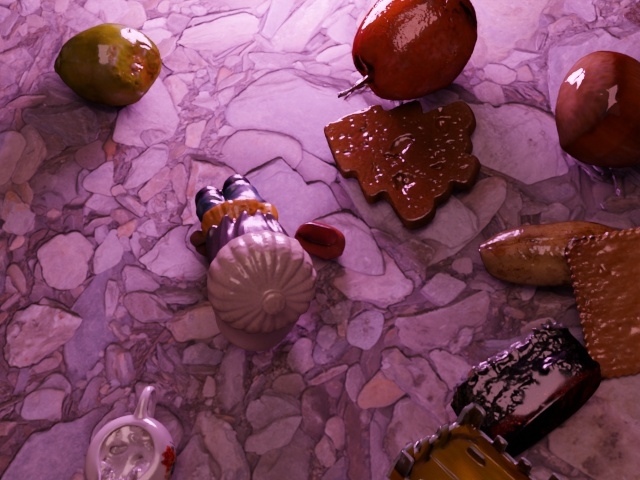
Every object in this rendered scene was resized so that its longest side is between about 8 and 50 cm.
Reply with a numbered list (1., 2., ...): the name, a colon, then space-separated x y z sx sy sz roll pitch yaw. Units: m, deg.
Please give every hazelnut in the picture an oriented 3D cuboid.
1. hazelnut: 0.510 -0.221 1.867 0.214 0.176 0.214 5 74 -16

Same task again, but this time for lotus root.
1. lotus root: 0.393 0.025 1.785 0.259 0.097 0.110 -3 62 12

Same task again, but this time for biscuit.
1. biscuit: 0.522 0.091 1.713 0.237 0.013 0.232 -11 85 0
2. biscuit: 0.145 -0.163 1.963 0.302 0.043 0.278 23 68 22

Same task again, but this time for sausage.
1. sausage: 0.000 0.000 1.882 0.094 0.054 0.059 19 64 19

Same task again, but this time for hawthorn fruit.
1. hawthorn fruit: 0.149 -0.346 1.976 0.299 0.211 0.211 -38 61 -18

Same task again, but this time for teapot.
1. teapot: -0.297 0.340 1.708 0.145 0.092 0.226 6 60 9

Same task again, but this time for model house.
1. model house: 0.198 0.390 1.529 0.224 0.215 0.198 40 41 26

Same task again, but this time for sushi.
1. sushi: 0.312 0.230 1.653 0.225 0.136 0.126 -36 58 -4

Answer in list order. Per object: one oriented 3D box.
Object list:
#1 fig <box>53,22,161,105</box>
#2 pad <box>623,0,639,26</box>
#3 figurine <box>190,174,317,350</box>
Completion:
1. fig: -0.430 -0.353 2.101 0.234 0.167 0.167 21 65 11
2. pad: 0.715 -0.413 2.042 0.158 0.003 0.235 -40 62 -14
3. figurine: -0.127 0.014 1.807 0.185 0.204 0.332 -24 59 -3
